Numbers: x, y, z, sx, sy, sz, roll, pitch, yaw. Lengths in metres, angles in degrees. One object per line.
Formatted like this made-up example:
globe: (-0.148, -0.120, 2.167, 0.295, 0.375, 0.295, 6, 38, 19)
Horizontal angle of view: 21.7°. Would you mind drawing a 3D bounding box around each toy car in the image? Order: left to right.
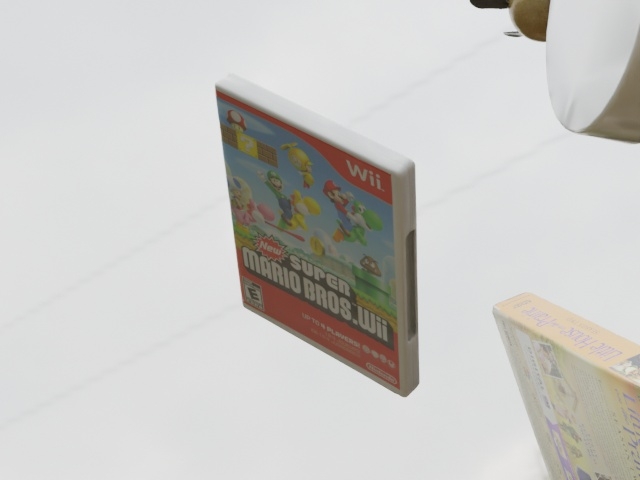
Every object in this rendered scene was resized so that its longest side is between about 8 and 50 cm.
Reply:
toy car: (0.287, -0.305, 2.076, 0.188, 0.149, 0.155, -16, -40, 39)

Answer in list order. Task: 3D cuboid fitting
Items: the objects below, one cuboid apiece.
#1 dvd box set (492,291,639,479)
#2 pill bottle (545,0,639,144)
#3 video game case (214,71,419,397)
dvd box set: (0.338, 0.239, 1.889, 0.062, 0.308, 0.420, -23, 14, -11)
pill bottle: (0.368, -0.128, 1.089, 0.407, 0.229, 0.229, 7, -35, -12)
video game case: (0.000, 0.000, 1.497, 0.025, 0.204, 0.285, -42, -34, -32)
